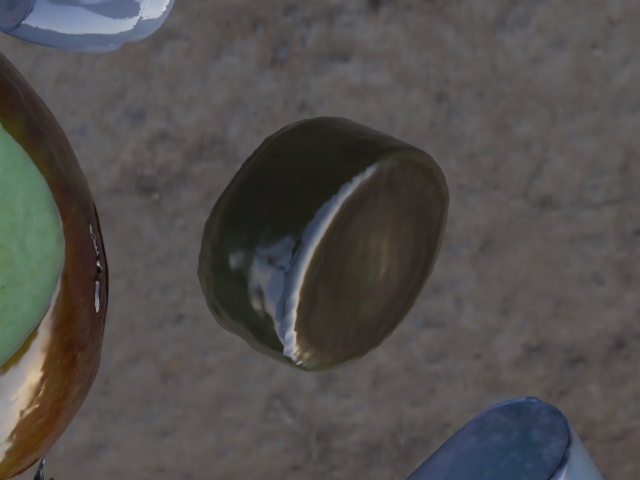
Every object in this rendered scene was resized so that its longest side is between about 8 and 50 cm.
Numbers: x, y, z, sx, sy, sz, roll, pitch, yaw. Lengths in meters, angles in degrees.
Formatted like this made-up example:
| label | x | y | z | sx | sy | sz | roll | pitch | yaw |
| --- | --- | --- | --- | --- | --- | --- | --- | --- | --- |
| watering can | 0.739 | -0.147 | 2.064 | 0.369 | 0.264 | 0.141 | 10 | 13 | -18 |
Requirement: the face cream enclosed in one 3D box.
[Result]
| label | x | y | z | sx | sy | sz | roll | pitch | yaw |
| --- | --- | --- | --- | --- | --- | --- | --- | --- | --- |
| face cream | -0.152 | -0.175 | 1.189 | 0.104 | 0.117 | 0.117 | -5 | 135 | -39 |

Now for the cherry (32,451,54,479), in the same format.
| label | x | y | z | sx | sy | sz | roll | pitch | yaw |
| --- | --- | --- | --- | --- | --- | --- | --- | --- | --- |
| cherry | -0.231 | 0.245 | 1.555 | 0.087 | 0.126 | 0.106 | -20 | 135 | 27 |

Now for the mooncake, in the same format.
| label | x | y | z | sx | sy | sz | roll | pitch | yaw |
| --- | --- | --- | --- | --- | --- | --- | --- | --- | --- |
| mooncake | 0.000 | 0.000 | 2.121 | 0.155 | 0.284 | 0.284 | 30 | 134 | 30 |

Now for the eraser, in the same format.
| label | x | y | z | sx | sy | sz | roll | pitch | yaw |
| --- | --- | --- | --- | --- | --- | --- | --- | --- | --- |
| eraser | 0.119 | 0.221 | 1.168 | 0.174 | 0.081 | 0.227 | -45 | 135 | -11 |

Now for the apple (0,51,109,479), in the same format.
| label | x | y | z | sx | sy | sz | roll | pitch | yaw |
| --- | --- | --- | --- | --- | --- | --- | --- | --- | --- |
| apple | -0.345 | 0.014 | 1.350 | 0.374 | 0.384 | 0.374 | -29 | 160 | -12 |
